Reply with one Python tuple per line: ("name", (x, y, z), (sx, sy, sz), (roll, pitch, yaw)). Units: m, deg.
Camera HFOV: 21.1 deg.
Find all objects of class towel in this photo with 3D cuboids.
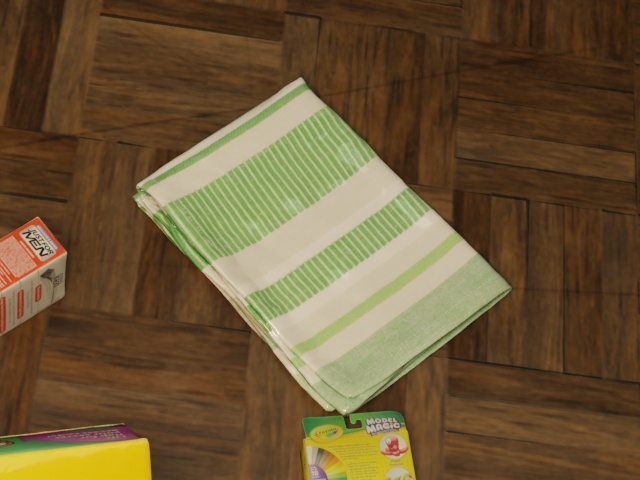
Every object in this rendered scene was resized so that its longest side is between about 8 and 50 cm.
("towel", (0.000, 0.000, 1.751), (0.248, 0.038, 0.325), (-36, 72, -26))

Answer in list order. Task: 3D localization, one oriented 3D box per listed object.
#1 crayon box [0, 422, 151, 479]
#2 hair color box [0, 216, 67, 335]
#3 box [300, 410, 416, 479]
("crayon box", (-0.307, 0.319, 1.322), (0.362, 0.106, 0.313), (-5, 92, -17))
("hair color box", (-0.323, 0.057, 1.632), (0.167, 0.093, 0.053), (-32, 70, -25))
("box", (0.040, 0.248, 1.613), (0.105, 0.043, 0.179), (-3, 63, -10))
